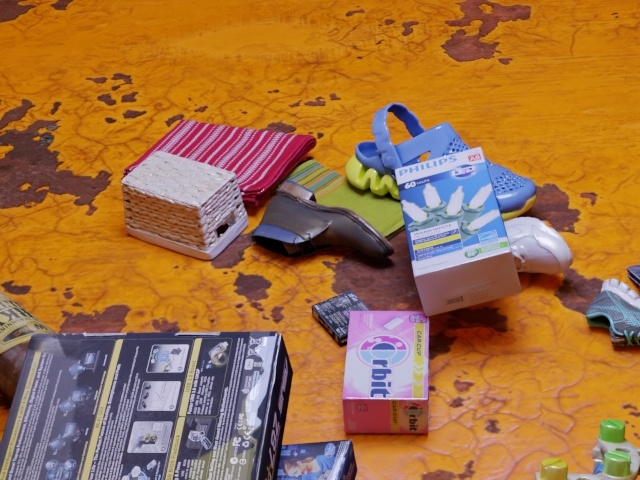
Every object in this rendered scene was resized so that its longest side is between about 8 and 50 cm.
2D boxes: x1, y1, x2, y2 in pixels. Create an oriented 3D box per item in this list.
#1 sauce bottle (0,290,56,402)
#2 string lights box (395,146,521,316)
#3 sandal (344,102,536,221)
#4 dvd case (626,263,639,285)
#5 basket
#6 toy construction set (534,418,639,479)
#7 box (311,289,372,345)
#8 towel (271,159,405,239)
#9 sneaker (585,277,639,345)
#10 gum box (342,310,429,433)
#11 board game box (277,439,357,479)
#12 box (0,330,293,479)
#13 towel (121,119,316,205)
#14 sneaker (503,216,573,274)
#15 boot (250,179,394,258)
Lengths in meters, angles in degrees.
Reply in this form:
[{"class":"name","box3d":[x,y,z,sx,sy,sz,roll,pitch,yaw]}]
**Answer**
[{"class":"sauce bottle","box3d":[-0.397,0.156,1.808,0.344,0.111,0.111,29,48,36]},{"class":"string lights box","box3d":[0.186,-0.016,1.882,0.133,0.077,0.259,-15,35,6]},{"class":"sandal","box3d":[0.181,-0.118,2.082,0.317,0.138,0.126,18,28,24]},{"class":"dvd case","box3d":[0.525,0.053,1.841,0.164,0.018,0.221,-9,13,-2]},{"class":"basket","box3d":[-0.209,-0.057,2.080,0.167,0.103,0.113,18,43,27]},{"class":"toy construction set","box3d":[0.409,0.295,1.488,0.328,0.151,0.215,23,19,22]},{"class":"box","box3d":[0.036,0.107,1.898,0.067,0.018,0.083,-21,39,-21]},{"class":"towel","box3d":[0.037,-0.065,2.132,0.237,0.021,0.102,27,48,36]},{"class":"sneaker","box3d":[0.423,0.119,1.817,0.076,0.065,0.166,-40,43,-17]},{"class":"gum box","box3d":[0.088,0.166,1.775,0.107,0.062,0.188,-1,36,5]},{"class":"board game box","box3d":[-0.074,0.313,1.593,0.194,0.060,0.194,3,41,17]},{"class":"box","box3d":[-0.212,0.284,1.528,0.318,0.097,0.395,-1,51,10]},{"class":"towel","box3d":[-0.165,-0.135,2.224,0.275,0.031,0.199,10,38,28]},{"class":"sneaker","box3d":[0.244,0.024,1.947,0.232,0.090,0.115,11,45,34]},{"class":"boot","box3d":[0.000,0.000,2.026,0.219,0.082,0.106,28,69,31]}]
